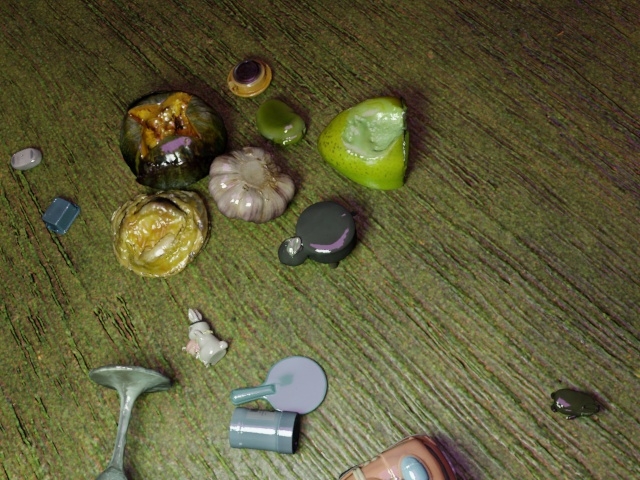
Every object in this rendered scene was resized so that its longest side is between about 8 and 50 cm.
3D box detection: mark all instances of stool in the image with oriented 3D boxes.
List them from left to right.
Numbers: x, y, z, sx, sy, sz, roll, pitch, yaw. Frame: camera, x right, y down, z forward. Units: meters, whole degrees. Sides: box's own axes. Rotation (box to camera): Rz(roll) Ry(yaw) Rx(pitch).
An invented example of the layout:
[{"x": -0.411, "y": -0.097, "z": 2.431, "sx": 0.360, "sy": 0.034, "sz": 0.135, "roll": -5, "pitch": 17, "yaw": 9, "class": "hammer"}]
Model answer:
[{"x": -0.003, "y": -0.008, "z": 1.787, "sx": 0.228, "sy": 0.139, "sz": 0.153, "roll": -11, "pitch": 64, "yaw": 3, "class": "stool"}]

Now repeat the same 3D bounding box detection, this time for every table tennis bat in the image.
[{"x": -0.105, "y": 0.374, "z": 1.685, "sx": 0.245, "sy": 0.040, "sz": 0.152, "roll": -11, "pitch": 64, "yaw": -2, "class": "table tennis bat"}]

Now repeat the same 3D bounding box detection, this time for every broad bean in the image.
[{"x": -0.118, "y": -0.348, "z": 1.994, "sx": 0.175, "sy": 0.082, "sz": 0.124, "roll": 34, "pitch": 73, "yaw": 30, "class": "broad bean"}]

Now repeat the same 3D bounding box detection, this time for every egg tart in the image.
[{"x": -0.459, "y": -0.035, "z": 1.869, "sx": 0.297, "sy": 0.132, "sz": 0.296, "roll": -4, "pitch": 70, "yaw": 10, "class": "egg tart"}]

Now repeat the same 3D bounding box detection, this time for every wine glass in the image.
[{"x": -0.473, "y": 0.511, "z": 1.554, "sx": 0.267, "sy": 0.267, "sz": 0.405, "roll": 0, "pitch": 62, "yaw": 7, "class": "wine glass"}]

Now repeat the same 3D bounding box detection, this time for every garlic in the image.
[{"x": -0.195, "y": -0.145, "z": 1.869, "sx": 0.245, "sy": 0.160, "sz": 0.244, "roll": 7, "pitch": 57, "yaw": -12, "class": "garlic"}]

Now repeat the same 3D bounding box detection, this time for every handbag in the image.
[{"x": 0.606, "y": 0.389, "z": 1.584, "sx": 0.111, "sy": 0.047, "sz": 0.072, "roll": 8, "pitch": 62, "yaw": 10, "class": "handbag"}]

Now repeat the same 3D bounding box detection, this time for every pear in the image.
[{"x": 0.122, "y": -0.294, "z": 1.894, "sx": 0.293, "sy": 0.159, "sz": 0.292, "roll": -4, "pitch": 66, "yaw": 8, "class": "pear"}]

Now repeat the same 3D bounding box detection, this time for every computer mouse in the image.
[{"x": -0.903, "y": -0.248, "z": 2.061, "sx": 0.096, "sy": 0.039, "sz": 0.065, "roll": -17, "pitch": 64, "yaw": 7, "class": "computer mouse"}]

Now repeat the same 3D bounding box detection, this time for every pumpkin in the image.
[{"x": -0.424, "y": -0.292, "z": 1.931, "sx": 0.321, "sy": 0.192, "sz": 0.320, "roll": -4, "pitch": 59, "yaw": 7, "class": "pumpkin"}]

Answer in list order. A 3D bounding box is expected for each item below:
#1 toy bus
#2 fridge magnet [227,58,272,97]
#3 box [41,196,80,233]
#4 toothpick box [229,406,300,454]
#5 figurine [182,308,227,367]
[{"x": 0.161, "y": 0.548, "z": 1.470, "sx": 0.288, "sy": 0.232, "sz": 0.194, "roll": -28, "pitch": 63, "yaw": -4, "class": "toy bus"}, {"x": -0.222, "y": -0.509, "z": 2.082, "sx": 0.143, "sy": 0.063, "sz": 0.142, "roll": -4, "pitch": 65, "yaw": 9, "class": "fridge magnet"}, {"x": -0.764, "y": -0.077, "z": 1.957, "sx": 0.074, "sy": 0.054, "sz": 0.099, "roll": 21, "pitch": 71, "yaw": 17, "class": "box"}, {"x": -0.133, "y": 0.457, "z": 1.614, "sx": 0.153, "sy": 0.101, "sz": 0.101, "roll": 4, "pitch": 66, "yaw": 10, "class": "toothpick box"}, {"x": -0.319, "y": 0.257, "z": 1.738, "sx": 0.098, "sy": 0.081, "sz": 0.146, "roll": -42, "pitch": 68, "yaw": -12, "class": "figurine"}]
